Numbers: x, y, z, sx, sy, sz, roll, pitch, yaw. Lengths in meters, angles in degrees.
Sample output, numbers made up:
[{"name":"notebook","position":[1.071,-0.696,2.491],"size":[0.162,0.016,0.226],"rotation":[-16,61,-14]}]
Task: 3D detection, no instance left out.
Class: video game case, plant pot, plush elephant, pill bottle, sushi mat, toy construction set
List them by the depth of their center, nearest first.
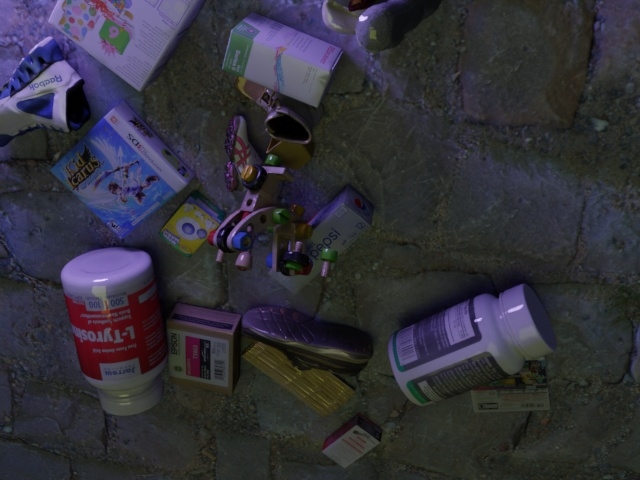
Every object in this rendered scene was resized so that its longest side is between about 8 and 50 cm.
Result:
[{"name":"plush elephant","position":[0.085,-0.493,1.256],"size":[0.255,0.330,0.272],"rotation":[12,111,32]},{"name":"plant pot","position":[-0.060,-0.210,1.548],"size":[0.081,0.081,0.083],"rotation":[-35,114,28]},{"name":"toy construction set","position":[-0.121,-0.055,1.561],"size":[0.257,0.237,0.309],"rotation":[18,168,-23]},{"name":"pill bottle","position":[0.362,0.251,1.658],"size":[0.361,0.204,0.204],"rotation":[-27,112,26]},{"name":"video game case","position":[-0.486,-0.165,1.677],"size":[0.269,0.061,0.244],"rotation":[-34,108,28]},{"name":"pill bottle","position":[-0.527,0.241,1.803],"size":[0.229,0.229,0.408],"rotation":[1,113,12]},{"name":"video game case","position":[0.495,0.377,1.813],"size":[0.201,0.023,0.183],"rotation":[-6,119,17]},{"name":"sushi mat","position":[-0.062,0.374,1.934],"size":[0.316,0.019,0.151],"rotation":[39,120,-13]}]

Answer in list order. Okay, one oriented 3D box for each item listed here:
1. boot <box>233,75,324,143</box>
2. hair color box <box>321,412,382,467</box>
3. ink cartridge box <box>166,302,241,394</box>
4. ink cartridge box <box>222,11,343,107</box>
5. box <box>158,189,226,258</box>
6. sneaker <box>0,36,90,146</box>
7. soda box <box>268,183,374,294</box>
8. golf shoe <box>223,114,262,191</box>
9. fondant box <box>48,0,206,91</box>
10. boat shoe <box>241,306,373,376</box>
[{"name":"boot","position":[-0.101,-0.286,1.456],"size":[0.213,0.165,0.077],"rotation":[26,122,-6]},{"name":"hair color box","position":[0.092,0.587,2.010],"size":[0.093,0.053,0.167],"rotation":[38,122,-10]},{"name":"ink cartridge box","position":[-0.323,0.303,1.908],"size":[0.193,0.088,0.235],"rotation":[9,123,6]},{"name":"ink cartridge box","position":[-0.073,-0.371,1.406],"size":[0.212,0.154,0.093],"rotation":[20,123,-1]},{"name":"box","position":[-0.332,-0.033,1.734],"size":[0.105,0.043,0.179],"rotation":[39,122,-11]},{"name":"sneaker","position":[-0.650,-0.297,1.594],"size":[0.182,0.127,0.315],"rotation":[44,118,-12]},{"name":"soda box","position":[0.000,0.000,1.648],"size":[0.091,0.098,0.286],"rotation":[39,121,-14]},{"name":"golf shoe","position":[-0.179,-0.203,1.593],"size":[0.086,0.067,0.186],"rotation":[-6,122,-18]},{"name":"fondant box","position":[-0.380,-0.514,1.423],"size":[0.238,0.096,0.330],"rotation":[37,120,-11]},{"name":"boat shoe","position":[-0.043,0.282,1.807],"size":[0.355,0.132,0.130],"rotation":[17,120,3]}]
